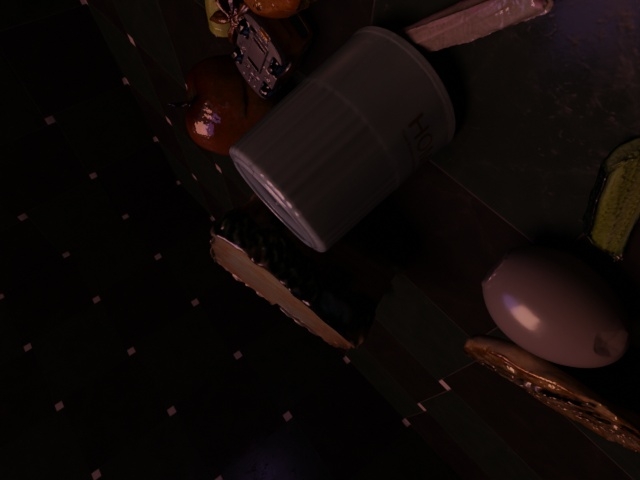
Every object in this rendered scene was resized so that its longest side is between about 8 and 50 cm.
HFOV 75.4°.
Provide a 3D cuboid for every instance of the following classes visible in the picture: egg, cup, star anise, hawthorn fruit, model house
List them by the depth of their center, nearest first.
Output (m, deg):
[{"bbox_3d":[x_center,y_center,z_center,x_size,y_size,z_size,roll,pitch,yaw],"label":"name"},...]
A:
[{"bbox_3d":[0.391,0.112,0.692,0.232,0.176,0.176,44,160,20],"label":"egg"},{"bbox_3d":[0.026,-0.163,0.764,0.257,0.311,0.331,48,172,-3],"label":"cup"},{"bbox_3d":[-0.185,-0.512,0.941,0.168,0.057,0.168,8,149,5],"label":"star anise"},{"bbox_3d":[0.000,0.000,1.096,0.445,0.400,0.395,37,159,0],"label":"model house"},{"bbox_3d":[-0.247,-0.352,1.106,0.268,0.301,0.267,168,90,-71],"label":"hawthorn fruit"}]

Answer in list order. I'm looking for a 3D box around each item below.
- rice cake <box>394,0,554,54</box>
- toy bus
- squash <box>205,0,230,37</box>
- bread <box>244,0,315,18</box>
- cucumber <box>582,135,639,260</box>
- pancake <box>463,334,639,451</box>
[{"bbox_3d":[0.197,-0.305,0.572,0.055,0.049,0.270,39,168,-27],"label":"rice cake"},{"bbox_3d":[-0.102,-0.417,0.906,0.126,0.136,0.209,51,161,-7],"label":"toy bus"},{"bbox_3d":[-0.227,-0.584,0.954,0.094,0.094,0.224,47,160,12],"label":"squash"},{"bbox_3d":[-0.077,-0.508,0.684,0.268,0.146,0.268,42,155,25],"label":"bread"},{"bbox_3d":[0.398,-0.046,0.569,0.046,0.071,0.220,-105,-2,-48],"label":"cucumber"},{"bbox_3d":[0.476,0.300,0.817,0.382,0.071,0.382,30,175,3],"label":"pancake"}]
